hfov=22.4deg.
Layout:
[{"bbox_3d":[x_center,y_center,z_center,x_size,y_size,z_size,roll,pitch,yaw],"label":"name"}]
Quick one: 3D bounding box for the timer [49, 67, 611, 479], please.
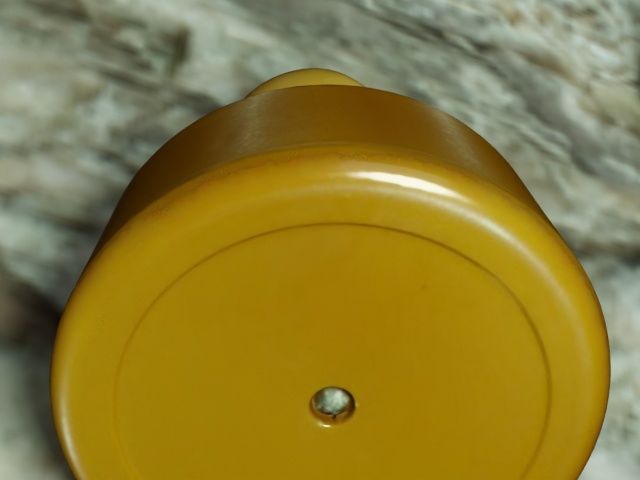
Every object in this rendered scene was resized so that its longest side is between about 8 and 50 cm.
[{"bbox_3d":[0.000,0.000,0.438,0.132,0.132,0.152,19,29,-14],"label":"timer"}]
